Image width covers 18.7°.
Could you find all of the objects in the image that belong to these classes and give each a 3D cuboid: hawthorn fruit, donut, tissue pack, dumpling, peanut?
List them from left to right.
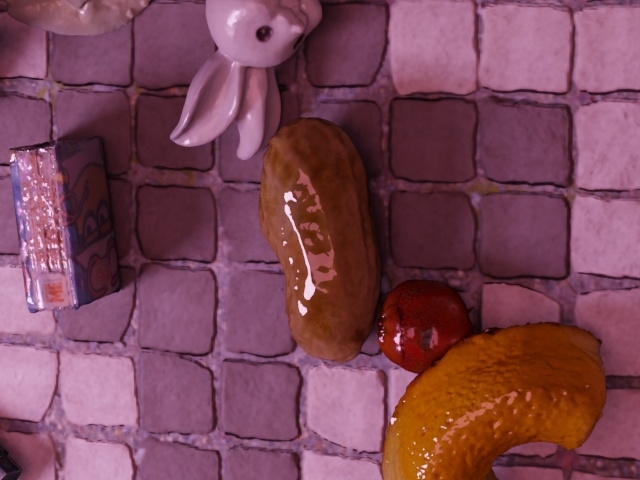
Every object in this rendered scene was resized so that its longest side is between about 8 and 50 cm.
[{"bbox_3d":[-0.238,-0.017,1.812,0.065,0.115,0.155,-4,96,15],"label":"tissue pack"},{"bbox_3d":[-0.206,-0.265,1.782,0.181,0.111,0.155,-9,126,25],"label":"dumpling"},{"bbox_3d":[0.000,0.000,1.752,0.108,0.095,0.226,-1,104,47],"label":"peanut"},{"bbox_3d":[0.097,0.077,1.742,0.093,0.093,0.093,2,98,17],"label":"hawthorn fruit"},{"bbox_3d":[0.135,0.188,1.704,0.152,0.101,0.259,19,109,-12],"label":"donut"}]

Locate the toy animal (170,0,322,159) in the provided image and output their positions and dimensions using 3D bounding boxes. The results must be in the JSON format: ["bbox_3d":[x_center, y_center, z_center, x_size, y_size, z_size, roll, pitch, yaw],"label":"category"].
[{"bbox_3d":[-0.056,-0.175,1.733,0.131,0.103,0.221,14,104,45],"label":"toy animal"}]

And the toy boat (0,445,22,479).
[{"bbox_3d":[-0.356,0.201,1.912,0.141,0.060,0.055,39,107,16],"label":"toy boat"}]
